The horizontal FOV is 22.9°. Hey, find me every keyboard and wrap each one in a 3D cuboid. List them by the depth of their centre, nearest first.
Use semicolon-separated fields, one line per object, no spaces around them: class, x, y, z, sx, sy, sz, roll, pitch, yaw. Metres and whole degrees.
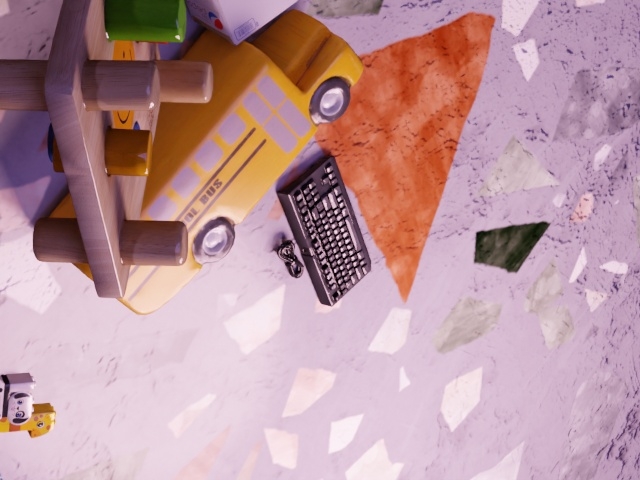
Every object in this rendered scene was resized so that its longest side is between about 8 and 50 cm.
keyboard;0.000;0.000;1.751;0.108;0.023;0.180;-38;134;-18

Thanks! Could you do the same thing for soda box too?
soda box;-0.031;-0.280;1.509;0.216;0.074;0.069;-38;135;-19

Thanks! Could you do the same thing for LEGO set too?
LEGO set;-0.303;0.208;1.554;0.093;0.087;0.227;-3;118;-24

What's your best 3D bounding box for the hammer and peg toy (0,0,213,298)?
hammer and peg toy;-0.160;-0.163;1.294;0.127;0.361;0.266;1;141;5

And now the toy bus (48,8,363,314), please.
toy bus;-0.112;-0.089;1.532;0.333;0.108;0.130;-51;136;-5
